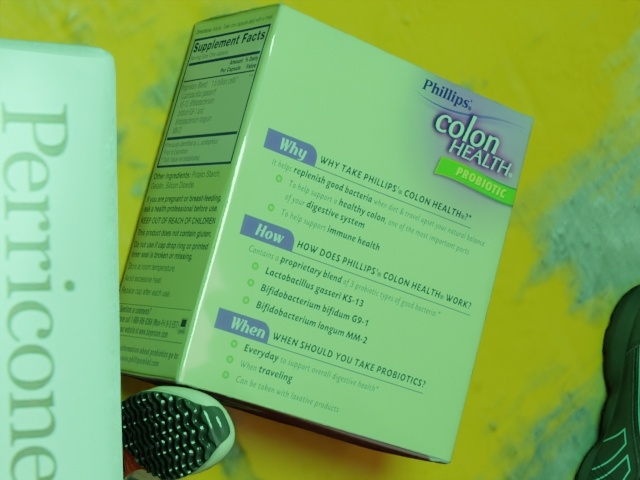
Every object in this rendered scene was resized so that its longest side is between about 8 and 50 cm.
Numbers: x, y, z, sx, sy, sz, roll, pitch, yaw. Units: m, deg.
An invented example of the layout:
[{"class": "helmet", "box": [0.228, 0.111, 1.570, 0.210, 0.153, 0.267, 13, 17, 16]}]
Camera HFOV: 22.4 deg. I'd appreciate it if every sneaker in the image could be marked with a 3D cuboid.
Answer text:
[{"class": "sneaker", "box": [0.263, 0.164, 1.236, 0.101, 0.106, 0.267, 8, 87, -34]}, {"class": "sneaker", "box": [-0.086, 0.114, 0.983, 0.075, 0.161, 0.057, -19, 85, -38]}]

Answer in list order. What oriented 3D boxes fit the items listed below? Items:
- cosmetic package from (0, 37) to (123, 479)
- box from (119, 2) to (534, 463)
[{"class": "cosmetic package", "box": [-0.323, 0.088, 0.680, 0.393, 0.327, 0.330, 0, 86, -30]}, {"class": "box", "box": [0.000, 0.000, 1.058, 0.213, 0.117, 0.243, 20, 81, -31]}]
